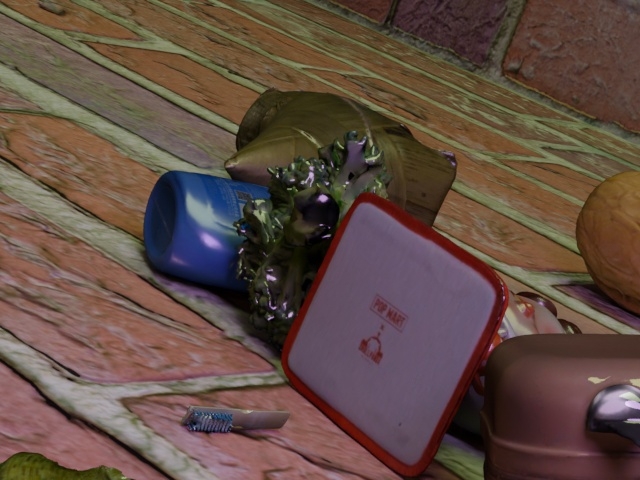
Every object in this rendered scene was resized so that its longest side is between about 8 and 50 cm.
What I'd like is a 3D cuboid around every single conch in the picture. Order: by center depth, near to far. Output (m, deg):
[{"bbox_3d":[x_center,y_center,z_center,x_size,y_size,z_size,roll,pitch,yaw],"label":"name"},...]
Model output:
[{"bbox_3d":[-0.123,0.141,0.835,0.121,0.074,0.089,-16,-20,25],"label":"conch"}]

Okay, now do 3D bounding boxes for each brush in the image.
[{"bbox_3d":[-0.055,0.122,1.113,0.083,0.016,0.013,7,31,-39],"label":"brush"}]

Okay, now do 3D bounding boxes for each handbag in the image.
[{"bbox_3d":[0.243,0.137,0.986,0.302,0.149,0.283,3,1,7],"label":"handbag"}]

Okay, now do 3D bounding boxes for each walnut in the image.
[{"bbox_3d":[0.382,0.010,1.827,0.197,0.165,0.165,37,21,30],"label":"walnut"}]

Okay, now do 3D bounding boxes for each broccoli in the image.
[{"bbox_3d":[0.000,0.000,1.303,0.154,0.167,0.160,54,-5,9],"label":"broccoli"}]

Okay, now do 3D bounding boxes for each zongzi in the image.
[{"bbox_3d":[-0.052,-0.092,1.654,0.300,0.145,0.274,11,12,-43],"label":"zongzi"}]

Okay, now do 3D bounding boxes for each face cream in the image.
[{"bbox_3d":[-0.020,0.006,1.455,0.264,0.083,0.149,13,25,-24],"label":"face cream"}]

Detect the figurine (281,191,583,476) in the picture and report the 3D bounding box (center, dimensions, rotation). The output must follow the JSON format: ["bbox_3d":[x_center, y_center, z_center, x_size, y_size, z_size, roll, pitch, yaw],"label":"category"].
[{"bbox_3d":[0.126,0.088,1.246,0.226,0.160,0.183,17,13,-41],"label":"figurine"}]
